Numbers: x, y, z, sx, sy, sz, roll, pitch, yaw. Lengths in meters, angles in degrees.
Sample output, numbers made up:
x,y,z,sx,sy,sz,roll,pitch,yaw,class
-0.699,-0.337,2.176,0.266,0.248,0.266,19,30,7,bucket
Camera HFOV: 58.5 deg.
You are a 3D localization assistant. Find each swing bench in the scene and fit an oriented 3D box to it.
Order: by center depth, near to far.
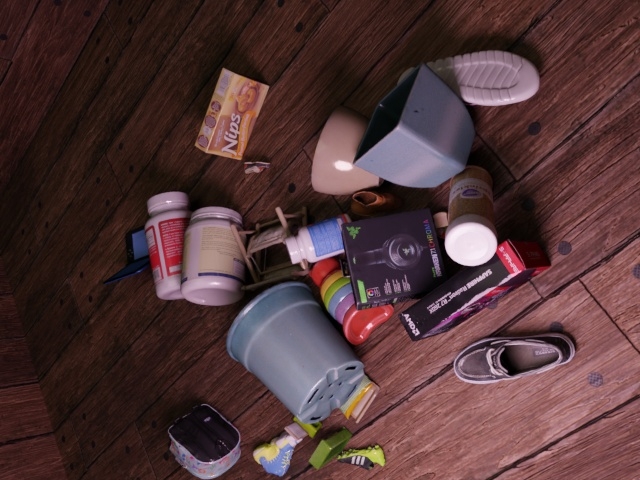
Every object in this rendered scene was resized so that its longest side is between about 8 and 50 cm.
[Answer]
x,y,z,sx,sy,sz,roll,pitch,yaw,class
-0.164,0.032,2.044,0.253,0.165,0.254,-17,82,36,swing bench

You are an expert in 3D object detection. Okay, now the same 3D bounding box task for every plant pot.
x,y,z,sx,sy,sz,roll,pitch,yaw,class
0.286,-0.290,1.612,0.248,0.252,0.247,-33,31,59,plant pot
-0.061,0.358,1.775,0.334,0.341,0.341,42,113,35,plant pot
0.117,-0.260,1.790,0.191,0.284,0.283,20,100,15,plant pot

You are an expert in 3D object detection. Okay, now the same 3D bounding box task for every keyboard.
x,y,z,sx,sy,sz,roll,pitch,yaw,class
0.039,0.343,1.951,0.108,0.023,0.180,12,96,45,keyboard

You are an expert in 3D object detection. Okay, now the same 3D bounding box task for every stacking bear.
x,y,z,sx,sy,sz,roll,pitch,yaw,class
0.071,0.165,1.852,0.175,0.164,0.289,-43,50,2,stacking bear

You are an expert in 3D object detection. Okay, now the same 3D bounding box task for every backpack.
x,y,z,sx,sy,sz,roll,pitch,yaw,class
-0.432,0.779,2.174,0.254,0.225,0.190,23,123,33,backpack

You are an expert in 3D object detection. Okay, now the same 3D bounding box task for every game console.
x,y,z,sx,sy,sz,roll,pitch,yaw,class
-0.842,0.050,2.569,0.293,0.173,0.249,-17,77,36,game console

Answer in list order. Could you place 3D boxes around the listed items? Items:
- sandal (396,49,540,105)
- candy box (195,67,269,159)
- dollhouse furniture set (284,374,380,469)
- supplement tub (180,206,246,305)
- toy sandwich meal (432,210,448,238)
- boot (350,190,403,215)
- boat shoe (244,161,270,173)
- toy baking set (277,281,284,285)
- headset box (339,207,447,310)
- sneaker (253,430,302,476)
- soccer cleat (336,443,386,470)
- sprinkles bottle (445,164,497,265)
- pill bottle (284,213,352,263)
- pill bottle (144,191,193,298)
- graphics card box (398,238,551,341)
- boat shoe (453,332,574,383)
x,y,z,sx,sy,sz,roll,pitch,yaw,class
0.424,-0.452,1.647,0.417,0.102,0.169,11,78,33,sandal
-0.339,-0.480,2.195,0.088,0.183,0.316,36,109,35,candy box
0.028,0.542,1.849,0.198,0.151,0.301,38,110,26,dollhouse furniture set
-0.398,0.060,2.149,0.236,0.236,0.324,-21,58,36,supplement tub
0.368,-0.046,1.706,0.086,0.029,0.085,-3,86,38,toy sandwich meal
0.145,-0.124,1.809,0.197,0.152,0.072,-7,83,38,boot
-0.243,-0.281,2.194,0.137,0.049,0.043,4,93,41,boat shoe
-0.095,0.261,2.054,0.197,0.030,0.256,-20,75,37,toy baking set
0.200,0.058,1.672,0.283,0.131,0.246,-10,74,0,headset box
-0.127,0.757,2.031,0.240,0.091,0.126,-34,86,31,sneaker
0.128,0.706,1.837,0.179,0.060,0.072,-23,86,35,soccer cleat
0.393,-0.075,1.492,0.121,0.355,0.121,7,122,11,sprinkles bottle
0.000,0.000,1.868,0.222,0.124,0.124,-18,72,-7,pill bottle
-0.587,0.020,2.333,0.229,0.229,0.407,-25,72,35,pill bottle
0.412,0.134,1.532,0.371,0.233,0.094,-39,68,29,graphics card box
0.495,0.310,1.527,0.335,0.119,0.121,-25,72,35,boat shoe
